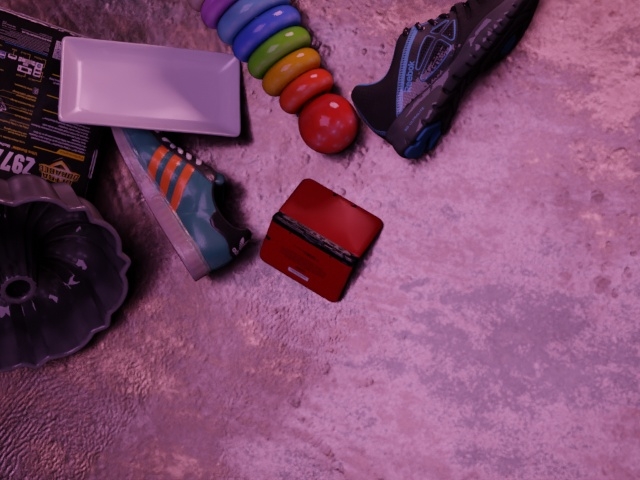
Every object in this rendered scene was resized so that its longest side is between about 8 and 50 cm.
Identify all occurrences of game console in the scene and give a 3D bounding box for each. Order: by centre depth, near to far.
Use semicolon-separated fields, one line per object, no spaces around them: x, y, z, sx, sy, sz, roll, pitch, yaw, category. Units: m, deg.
0.000;0.000;1.774;0.144;0.085;0.124;31;123;14;game console

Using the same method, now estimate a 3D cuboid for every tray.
-0.255;-0.225;1.784;0.270;0.030;0.145;4;66;-14;tray

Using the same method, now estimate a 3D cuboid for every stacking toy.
-0.056;-0.272;1.764;0.141;0.141;0.330;-35;86;8;stacking toy

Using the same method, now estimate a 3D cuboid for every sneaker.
0.185;-0.286;1.701;0.140;0.125;0.341;42;93;18;sneaker
-0.212;-0.089;1.793;0.121;0.108;0.302;-30;76;-7;sneaker

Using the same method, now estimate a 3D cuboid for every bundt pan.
-0.453;0.035;1.746;0.331;0.331;0.124;-37;43;7;bundt pan

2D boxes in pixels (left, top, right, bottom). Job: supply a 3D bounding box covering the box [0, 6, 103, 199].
-0.480;-0.212;1.767;0.322;0.079;0.257;15;86;-28;box
